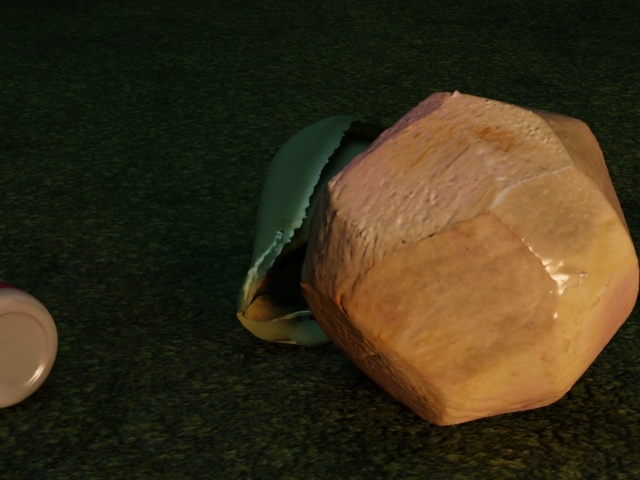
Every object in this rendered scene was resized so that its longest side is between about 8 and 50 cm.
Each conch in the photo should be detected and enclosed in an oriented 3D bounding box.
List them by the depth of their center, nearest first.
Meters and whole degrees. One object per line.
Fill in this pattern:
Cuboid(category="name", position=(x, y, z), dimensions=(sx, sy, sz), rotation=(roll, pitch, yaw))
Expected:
Cuboid(category="conch", position=(0.019, -0.003, 1.126), dimensions=(0.137, 0.143, 0.250), rotation=(-39, 26, 22))

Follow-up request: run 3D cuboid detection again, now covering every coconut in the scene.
Cuboid(category="coconut", position=(0.115, 0.009, 0.934), dimensions=(0.237, 0.197, 0.237), rotation=(-19, 39, 16))

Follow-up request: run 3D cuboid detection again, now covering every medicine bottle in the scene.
Cuboid(category="medicine bottle", position=(-0.293, 0.055, 1.027), dimensions=(0.090, 0.090, 0.216), rotation=(-18, 26, -38))
